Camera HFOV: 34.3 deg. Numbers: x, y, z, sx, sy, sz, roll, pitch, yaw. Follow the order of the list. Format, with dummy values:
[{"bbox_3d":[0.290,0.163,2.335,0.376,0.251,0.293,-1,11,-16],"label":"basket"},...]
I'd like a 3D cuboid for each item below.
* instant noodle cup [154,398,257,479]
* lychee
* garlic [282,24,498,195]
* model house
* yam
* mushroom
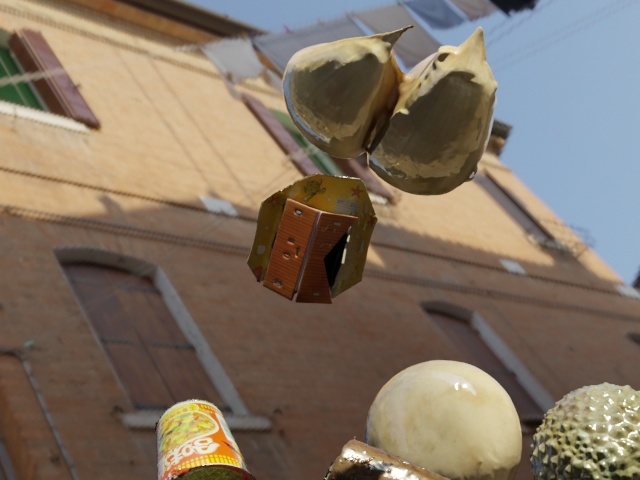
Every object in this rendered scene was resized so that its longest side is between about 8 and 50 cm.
[{"bbox_3d":[-0.217,0.394,1.826,0.193,0.212,0.193,-8,-58,-13],"label":"instant noodle cup"},{"bbox_3d":[0.471,0.360,1.707,0.255,0.255,0.274,-46,-16,10],"label":"lychee"},{"bbox_3d":[0.105,-0.190,1.437,0.249,0.313,0.286,-42,-82,0],"label":"garlic"},{"bbox_3d":[0.000,0.000,1.698,0.207,0.136,0.219,16,-81,-11],"label":"model house"},{"bbox_3d":[0.148,0.422,1.677,0.131,0.279,0.131,20,-90,-77],"label":"yam"},{"bbox_3d":[0.278,0.450,2.312,0.362,0.362,0.294,-44,-34,8],"label":"mushroom"}]
